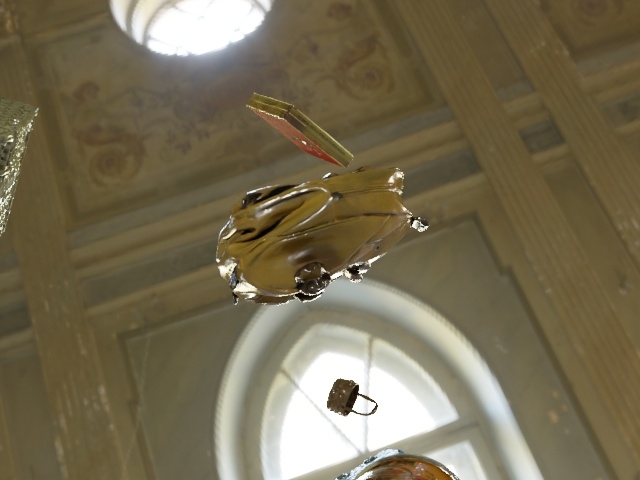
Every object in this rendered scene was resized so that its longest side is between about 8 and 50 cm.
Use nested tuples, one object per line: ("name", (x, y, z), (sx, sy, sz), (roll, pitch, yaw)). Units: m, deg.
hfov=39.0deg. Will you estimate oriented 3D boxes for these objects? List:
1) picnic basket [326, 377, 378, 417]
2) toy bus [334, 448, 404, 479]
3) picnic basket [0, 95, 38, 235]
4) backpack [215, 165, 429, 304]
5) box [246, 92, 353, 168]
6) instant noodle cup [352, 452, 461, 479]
("picnic basket", (0.058, 0.272, 1.532), (0.072, 0.083, 0.072), (-54, -24, -38))
("toy bus", (0.119, 0.537, 1.993), (0.185, 0.090, 0.106), (-24, 2, -34))
("picnic basket", (-0.464, -0.082, 1.152), (0.134, 0.154, 0.196), (19, -69, -13))
("backpack", (-0.002, -0.006, 1.605), (0.378, 0.201, 0.353), (-22, -6, -4))
("box", (-0.026, -0.144, 1.182), (0.133, 0.090, 0.023), (35, -94, -43))
("instant noodle cup", (0.104, 0.407, 1.249), (0.216, 0.215, 0.172), (-27, -17, 11))
